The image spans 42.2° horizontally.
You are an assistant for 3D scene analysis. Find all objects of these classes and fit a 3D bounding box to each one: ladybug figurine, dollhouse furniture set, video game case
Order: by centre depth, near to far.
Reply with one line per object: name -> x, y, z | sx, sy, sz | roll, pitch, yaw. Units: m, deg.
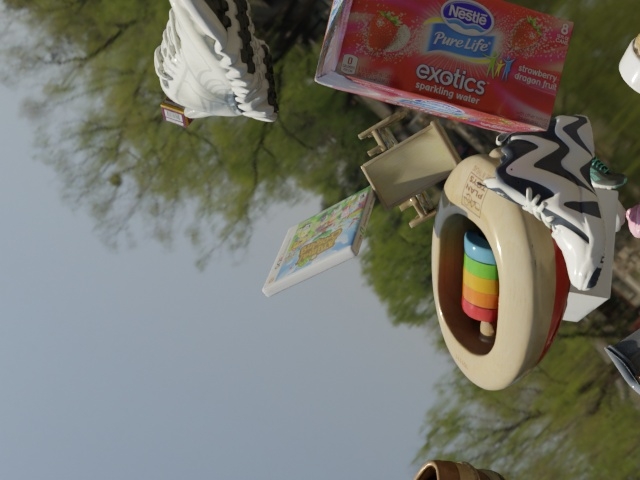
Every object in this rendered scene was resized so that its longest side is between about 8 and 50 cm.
ladybug figurine -> 0.319, 0.048, 1.434 | 0.162, 0.449, 0.305 | -13, -147, -20
video game case -> 0.000, 0.000, 1.523 | 0.023, 0.212, 0.193 | 49, -145, -22
dollhouse furniture set -> 0.194, -0.153, 1.606 | 0.212, 0.161, 0.242 | 60, -162, -2

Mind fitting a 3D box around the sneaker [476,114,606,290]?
sneaker -> 0.286, -0.047, 1.098 | 0.094, 0.153, 0.235 | 27, -121, -80

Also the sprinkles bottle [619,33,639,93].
sprinkles bottle -> 0.580, -0.374, 1.226 | 0.121, 0.355, 0.121 | 8, -132, -9

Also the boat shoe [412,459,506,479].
boat shoe -> 0.087, 0.380, 0.885 | 0.120, 0.324, 0.122 | 30, 171, -23

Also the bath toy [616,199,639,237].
bath toy -> 0.801, -0.056, 1.985 | 0.348, 0.151, 0.129 | 7, -141, 4

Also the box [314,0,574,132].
box -> 0.136, -0.213, 0.943 | 0.257, 0.128, 0.122 | 13, -177, -12

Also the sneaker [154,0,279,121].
sneaker -> -0.117, -0.186, 0.840 | 0.292, 0.118, 0.110 | 68, -163, -77

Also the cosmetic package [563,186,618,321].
cosmetic package -> 0.505, 0.028, 1.701 | 0.138, 0.224, 0.224 | 9, 164, 5

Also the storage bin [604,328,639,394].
storage bin -> 0.672, 0.253, 1.719 | 0.135, 0.091, 0.098 | 50, -178, -22

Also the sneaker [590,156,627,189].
sneaker -> 0.639, -0.170, 1.955 | 0.166, 0.076, 0.065 | 18, -142, 33

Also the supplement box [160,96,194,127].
supplement box -> -0.264, -0.267, 1.613 | 0.055, 0.083, 0.043 | 21, 145, 17
